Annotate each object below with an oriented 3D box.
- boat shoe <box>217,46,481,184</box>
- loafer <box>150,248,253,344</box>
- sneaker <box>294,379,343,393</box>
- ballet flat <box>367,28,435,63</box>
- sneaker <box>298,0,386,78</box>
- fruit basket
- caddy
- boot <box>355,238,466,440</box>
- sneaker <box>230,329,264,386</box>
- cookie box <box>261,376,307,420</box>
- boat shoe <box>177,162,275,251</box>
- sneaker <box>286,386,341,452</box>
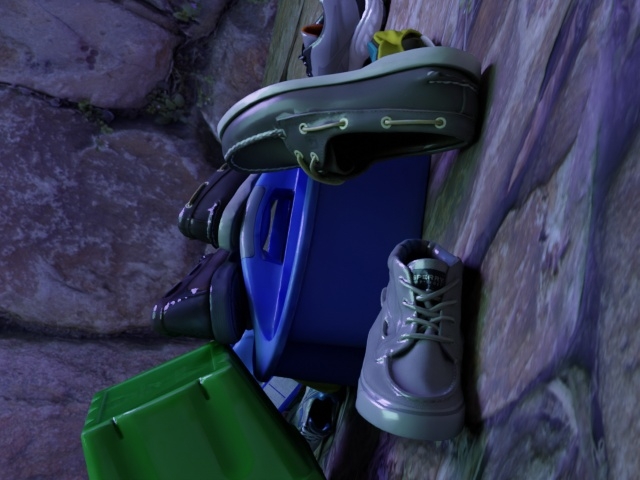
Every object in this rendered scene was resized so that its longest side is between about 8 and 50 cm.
[{"bbox_3d":[0.022,-0.110,1.737,0.305,0.109,0.091,-14,65,32],"label":"boat shoe"},{"bbox_3d":[-0.128,0.060,1.983,0.302,0.095,0.109,-57,-39,-84],"label":"loafer"},{"bbox_3d":[-0.006,0.043,2.078,0.109,0.123,0.295,111,169,-48],"label":"sneaker"},{"bbox_3d":[0.095,-0.193,1.923,0.231,0.077,0.077,-91,-14,-70],"label":"ballet flat"},{"bbox_3d":[0.013,-0.250,2.480,0.100,0.108,0.271,-92,15,-55],"label":"sneaker"},{"bbox_3d":[-0.119,0.319,1.853,0.392,0.283,0.392,156,90,-87],"label":"fruit basket"},{"bbox_3d":[0.000,0.000,1.910,0.241,0.179,0.341,118,163,-60],"label":"caddy"},{"bbox_3d":[0.081,0.076,1.503,0.258,0.095,0.123,-103,20,-74],"label":"boot"},{"bbox_3d":[-0.099,0.208,2.455,0.091,0.126,0.240,-130,53,-80],"label":"sneaker"},{"bbox_3d":[-0.039,0.183,2.137,0.107,0.040,0.092,-50,-15,1],"label":"cookie box"},{"bbox_3d":[-0.097,-0.058,1.995,0.228,0.068,0.081,-54,-28,-62],"label":"boat shoe"},{"bbox_3d":[-0.009,0.216,2.089,0.058,0.052,0.135,-95,19,-53],"label":"sneaker"}]
